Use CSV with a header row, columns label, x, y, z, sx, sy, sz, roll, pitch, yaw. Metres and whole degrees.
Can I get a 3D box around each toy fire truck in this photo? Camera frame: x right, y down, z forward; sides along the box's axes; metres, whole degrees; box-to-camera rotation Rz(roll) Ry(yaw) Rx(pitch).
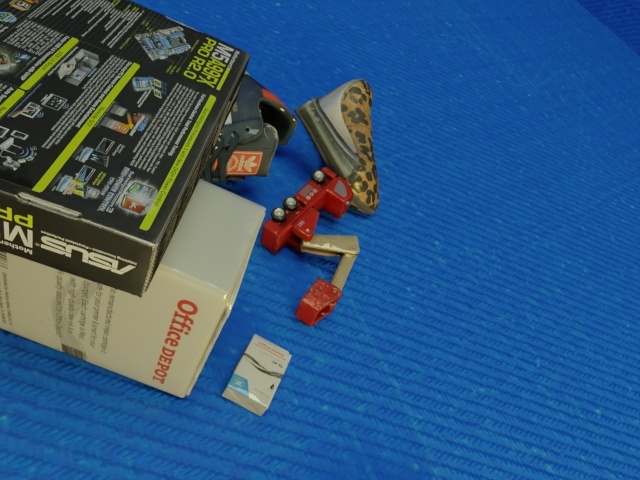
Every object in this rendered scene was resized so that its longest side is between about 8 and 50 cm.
label,x,y,z,sx,sy,sz,roll,pitch,yaw
toy fire truck,0.000,0.000,0.683,0.135,0.047,0.192,36,57,11

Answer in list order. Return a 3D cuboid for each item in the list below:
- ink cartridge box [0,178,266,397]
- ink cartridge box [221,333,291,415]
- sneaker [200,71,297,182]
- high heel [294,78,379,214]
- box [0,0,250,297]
label,x,y,z,sx,sy,sz,roll,pitch,yaw
ink cartridge box,-0.210,0.012,0.484,0.273,0.197,0.114,24,46,-7
ink cartridge box,-0.064,0.137,0.571,0.048,0.028,0.083,29,47,-3
sneaker,-0.143,-0.113,0.652,0.148,0.131,0.350,34,44,5
high heel,0.060,-0.153,0.850,0.186,0.093,0.261,59,31,-10
box,-0.191,-0.106,0.416,0.217,0.060,0.270,21,44,-11
